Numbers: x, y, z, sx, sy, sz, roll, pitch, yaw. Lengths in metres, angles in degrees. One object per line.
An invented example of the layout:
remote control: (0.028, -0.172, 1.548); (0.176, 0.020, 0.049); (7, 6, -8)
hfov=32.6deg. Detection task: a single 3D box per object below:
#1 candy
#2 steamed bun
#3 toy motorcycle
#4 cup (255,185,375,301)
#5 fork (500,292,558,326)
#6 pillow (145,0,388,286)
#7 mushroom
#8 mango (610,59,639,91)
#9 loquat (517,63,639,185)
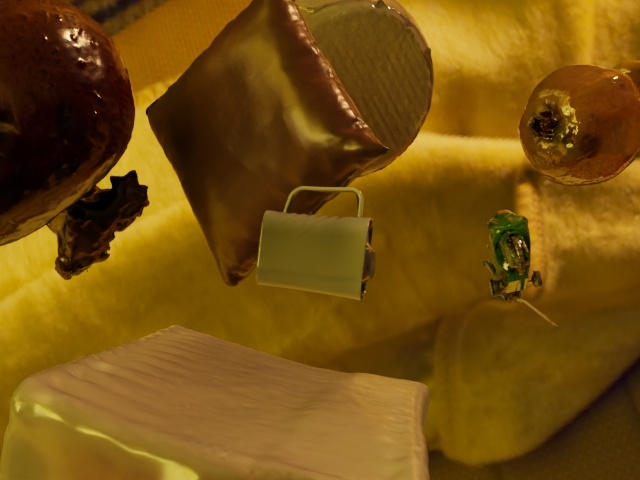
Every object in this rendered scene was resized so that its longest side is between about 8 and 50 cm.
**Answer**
candy: (-0.045, 0.150, 0.667); (0.208, 0.145, 0.359); (13, -179, 5)
steamed bun: (0.023, -0.304, 2.072); (0.375, 0.241, 0.374); (-7, 113, -17)
toy motorcycle: (0.258, 0.019, 1.506); (0.074, 0.106, 0.190); (-12, 161, 1)
cup: (0.000, 0.000, 1.247); (0.130, 0.128, 0.095); (6, 179, 5)
fork: (0.287, 0.092, 1.541); (0.039, 0.235, 0.021); (13, 102, -10)
pillow: (-0.087, -0.145, 1.431); (0.308, 0.305, 0.108); (-40, 156, 30)
mushroom: (-0.381, -0.151, 1.398); (0.331, 0.334, 0.356); (-45, 169, 18)
mango: (0.489, -0.221, 1.797); (0.098, 0.075, 0.190); (7, 144, 5)
loquat: (0.394, -0.171, 1.646); (0.234, 0.176, 0.187); (-4, 111, -53)
